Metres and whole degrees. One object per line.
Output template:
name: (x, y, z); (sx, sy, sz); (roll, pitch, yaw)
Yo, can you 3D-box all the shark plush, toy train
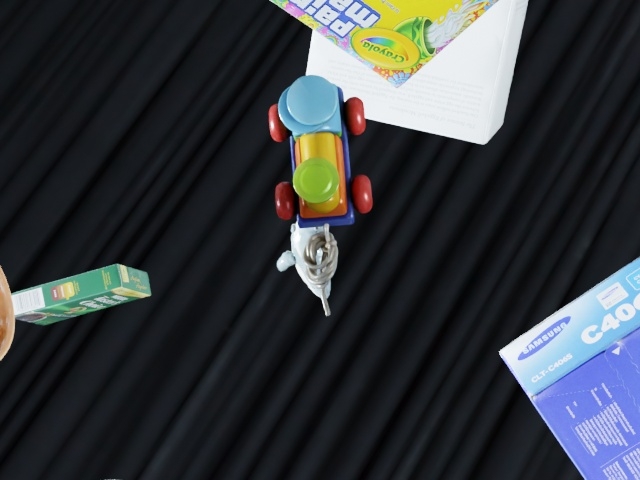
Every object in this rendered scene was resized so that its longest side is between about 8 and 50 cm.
shark plush: (0.000, 0.000, 1.871); (0.067, 0.073, 0.161); (51, 138, 38)
toy train: (0.001, -0.048, 1.493); (0.105, 0.248, 0.143); (-5, 174, 3)

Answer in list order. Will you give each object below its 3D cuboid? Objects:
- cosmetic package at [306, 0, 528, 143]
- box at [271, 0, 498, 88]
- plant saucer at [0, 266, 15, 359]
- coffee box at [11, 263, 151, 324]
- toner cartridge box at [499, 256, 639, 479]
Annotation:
cosmetic package: (0.116, -0.252, 1.643); (0.224, 0.225, 0.138); (14, -163, 12)
box: (0.040, -0.316, 1.044); (0.290, 0.177, 0.279); (31, 124, -32)
plant saucer: (-0.369, 0.039, 1.328); (0.037, 0.200, 0.200); (-31, 122, 21)
coffee box: (-0.355, 0.081, 2.096); (0.184, 0.040, 0.113); (-16, 167, 12)
toner cartridge box: (0.316, 0.184, 1.288); (0.348, 0.165, 0.075); (54, -177, -32)
